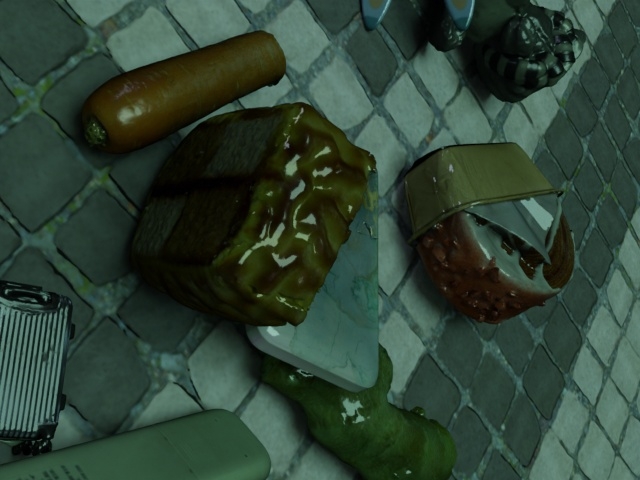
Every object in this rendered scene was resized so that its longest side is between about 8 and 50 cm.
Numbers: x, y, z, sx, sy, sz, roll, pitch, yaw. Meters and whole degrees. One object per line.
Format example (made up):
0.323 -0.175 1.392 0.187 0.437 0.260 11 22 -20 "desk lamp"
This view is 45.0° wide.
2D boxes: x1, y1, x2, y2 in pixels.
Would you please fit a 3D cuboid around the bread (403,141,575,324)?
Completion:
0.204 -0.010 0.935 0.224 0.142 0.212 -9 74 -41 "bread"

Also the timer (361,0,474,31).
0.116 -0.393 0.896 0.175 0.175 0.255 22 64 -37 "timer"

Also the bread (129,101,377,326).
-0.062 -0.027 0.632 0.096 0.222 0.181 34 75 -30 "bread"

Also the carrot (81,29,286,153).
-0.124 -0.137 0.707 0.225 0.067 0.067 -34 105 -41 "carrot"

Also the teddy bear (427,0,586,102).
0.229 -0.283 0.994 0.251 0.144 0.171 38 66 -28 "teddy bear"

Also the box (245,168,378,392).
0.000 0.000 0.754 0.142 0.044 0.285 29 46 -29 "box"

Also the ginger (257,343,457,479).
0.047 0.166 0.793 0.290 0.089 0.137 51 27 -16 "ginger"

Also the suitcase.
-0.235 0.094 0.573 0.086 0.059 0.126 16 70 -40 "suitcase"

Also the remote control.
-0.146 0.181 0.577 0.090 0.038 0.309 43 21 24 "remote control"
